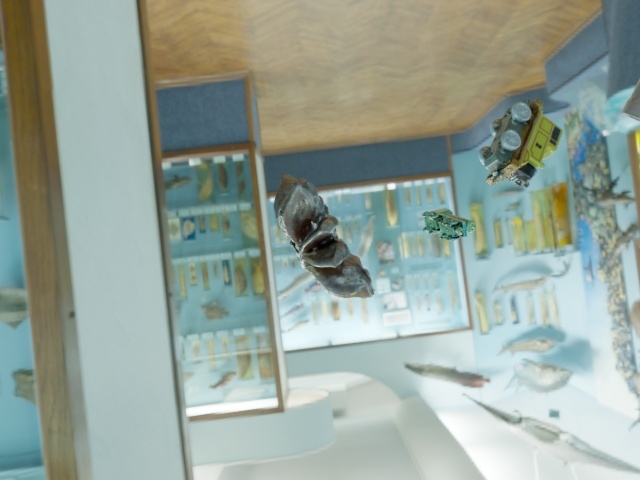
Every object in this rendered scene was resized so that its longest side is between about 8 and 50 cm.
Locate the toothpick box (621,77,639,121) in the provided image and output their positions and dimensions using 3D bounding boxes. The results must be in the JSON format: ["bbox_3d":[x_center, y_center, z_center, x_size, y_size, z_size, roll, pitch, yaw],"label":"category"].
[{"bbox_3d":[0.593,-0.268,1.128,0.099,0.148,0.098,21,-165,-6],"label":"toothpick box"}]

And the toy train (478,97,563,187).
[{"bbox_3d":[0.390,-0.183,1.288,0.127,0.219,0.089,33,152,-9],"label":"toy train"}]

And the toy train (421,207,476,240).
[{"bbox_3d":[0.164,-0.021,0.851,0.045,0.029,0.092,-14,-164,-17],"label":"toy train"}]

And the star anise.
[{"bbox_3d":[0.000,0.000,1.056,0.093,0.236,0.229,-34,162,-6],"label":"star anise"}]
